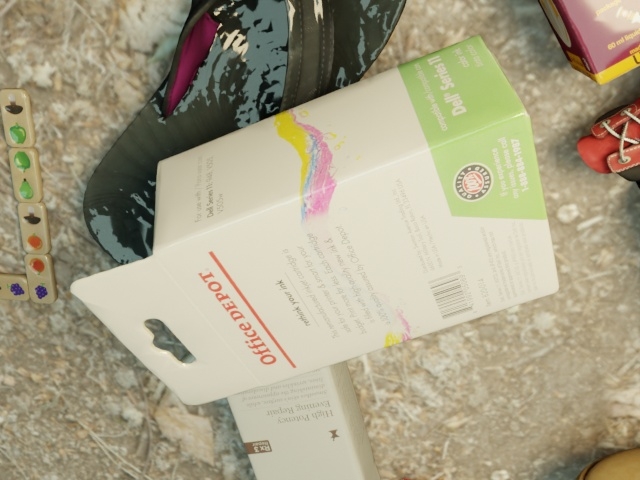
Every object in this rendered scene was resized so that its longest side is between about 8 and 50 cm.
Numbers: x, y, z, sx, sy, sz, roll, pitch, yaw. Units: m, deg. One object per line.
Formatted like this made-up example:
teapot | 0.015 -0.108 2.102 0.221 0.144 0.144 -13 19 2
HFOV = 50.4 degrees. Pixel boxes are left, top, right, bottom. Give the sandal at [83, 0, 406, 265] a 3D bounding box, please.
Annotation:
sandal | -0.067 -0.132 0.589 0.167 0.107 0.446 33 111 -6

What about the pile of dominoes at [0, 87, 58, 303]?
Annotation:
pile of dominoes | -0.386 -0.048 0.700 0.195 0.040 0.251 3 111 6

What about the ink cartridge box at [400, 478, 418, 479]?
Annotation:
ink cartridge box | 0.136 0.331 0.719 0.109 0.150 0.063 5 111 6

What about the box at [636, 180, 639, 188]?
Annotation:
box | 0.439 -0.018 0.574 0.261 0.103 0.184 -25 108 16

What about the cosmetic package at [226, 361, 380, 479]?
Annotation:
cosmetic package | -0.017 0.198 0.724 0.117 0.085 0.231 -13 108 13

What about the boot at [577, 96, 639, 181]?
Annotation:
boot | 0.278 -0.106 0.493 0.176 0.244 0.089 -22 75 16

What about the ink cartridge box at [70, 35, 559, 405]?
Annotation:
ink cartridge box | 0.000 0.000 0.576 0.353 0.119 0.207 -19 134 9

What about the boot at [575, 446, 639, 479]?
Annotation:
boot | 0.373 0.169 0.589 0.236 0.089 0.270 -7 142 -15

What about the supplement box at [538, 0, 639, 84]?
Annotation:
supplement box | 0.199 -0.226 0.520 0.080 0.104 0.188 -29 104 17
